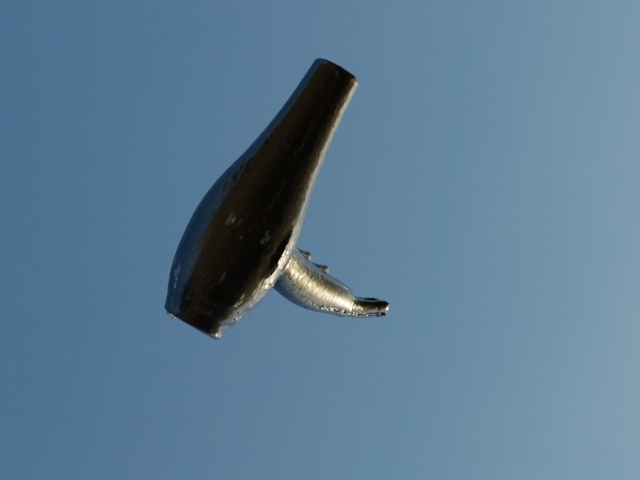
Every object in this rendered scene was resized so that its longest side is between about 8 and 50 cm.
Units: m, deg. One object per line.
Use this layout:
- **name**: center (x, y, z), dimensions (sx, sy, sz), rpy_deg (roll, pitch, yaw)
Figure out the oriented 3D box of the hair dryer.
- **hair dryer**: center (0.000, 0.000, 0.923), dimensions (0.195, 0.075, 0.219), rpy_deg (-59, -37, -5)
